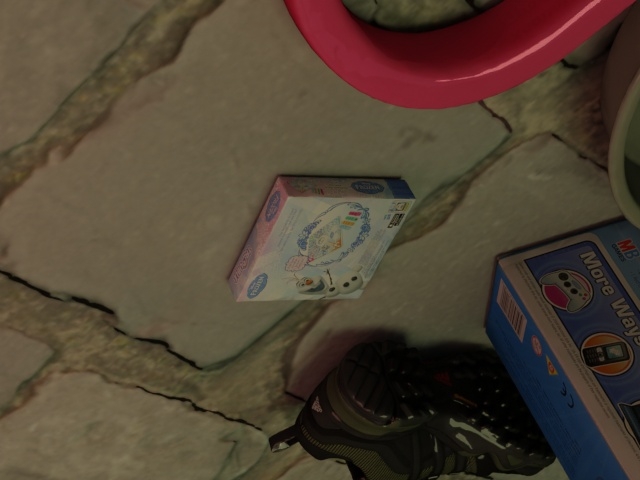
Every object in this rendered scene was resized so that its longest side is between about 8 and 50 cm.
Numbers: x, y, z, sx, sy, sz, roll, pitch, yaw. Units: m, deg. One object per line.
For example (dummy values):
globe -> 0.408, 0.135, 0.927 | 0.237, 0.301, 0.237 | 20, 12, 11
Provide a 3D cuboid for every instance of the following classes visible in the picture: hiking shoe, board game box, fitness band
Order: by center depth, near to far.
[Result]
fitness band -> 0.112, -0.179, 0.733 | 0.291, 0.054, 0.209 | -39, 142, 17
board game box -> 0.000, 0.000, 0.902 | 0.090, 0.020, 0.090 | 0, 136, -32
board game box -> 0.312, 0.106, 0.984 | 0.302, 0.308, 0.086 | -16, 143, -14
hiking shoe -> 0.071, 0.134, 1.071 | 0.227, 0.086, 0.114 | 20, 136, -38

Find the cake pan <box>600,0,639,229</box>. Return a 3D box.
cake pan -> 0.297, -0.117, 0.921 | 0.293, 0.054, 0.293 | -17, 142, -14
